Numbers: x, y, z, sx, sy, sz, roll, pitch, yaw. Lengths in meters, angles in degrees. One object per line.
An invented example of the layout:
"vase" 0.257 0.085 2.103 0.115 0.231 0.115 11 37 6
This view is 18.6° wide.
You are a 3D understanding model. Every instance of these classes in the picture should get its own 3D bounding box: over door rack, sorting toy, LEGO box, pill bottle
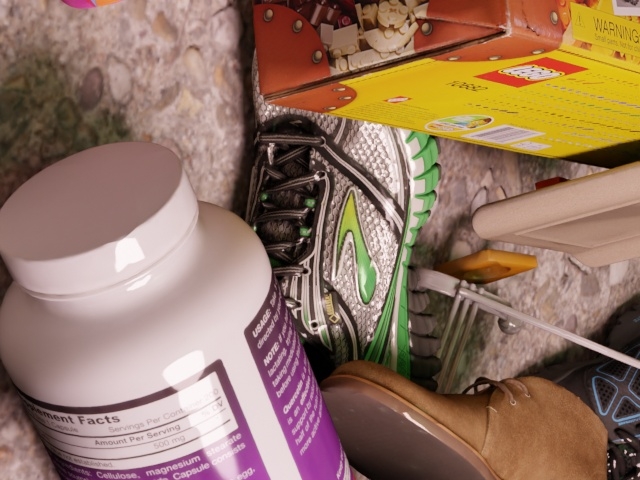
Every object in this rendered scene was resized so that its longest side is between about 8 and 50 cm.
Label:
"over door rack" 0.176 0.184 1.592 0.324 0.108 0.239 21 83 -16
"sorting toy" 0.235 -0.031 1.511 0.196 0.348 0.047 16 63 -55
"LEGO box" 0.166 -0.263 1.353 0.500 0.193 0.372 5 76 -52
"pill bottle" -0.095 0.101 1.275 0.181 0.181 0.323 -43 129 -32

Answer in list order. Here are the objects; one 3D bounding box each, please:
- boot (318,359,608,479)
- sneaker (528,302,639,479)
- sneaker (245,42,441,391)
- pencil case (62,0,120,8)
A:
"boot" 0.110 0.140 1.439 0.305 0.112 0.115 34 65 -39
"sneaker" 0.262 0.164 1.718 0.341 0.140 0.125 -38 129 -33
"sneaker" 0.000 0.000 1.389 0.146 0.134 0.343 -26 119 -39
"pencil case" -0.175 -0.244 1.158 0.104 0.104 0.236 -57 136 -21
